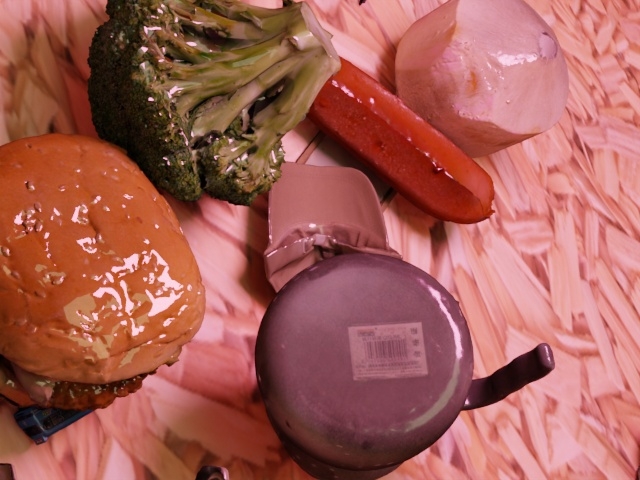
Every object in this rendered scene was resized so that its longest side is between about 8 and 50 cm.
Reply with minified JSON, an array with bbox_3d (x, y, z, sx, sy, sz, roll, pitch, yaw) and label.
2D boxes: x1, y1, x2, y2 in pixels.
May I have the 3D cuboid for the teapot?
[{"bbox_3d":[0.070,0.140,1.464,0.305,0.285,0.223,-31,73,-17],"label":"teapot"}]

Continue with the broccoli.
[{"bbox_3d":[-0.121,-0.185,1.470,0.308,0.275,0.308,56,17,-26],"label":"broccoli"}]

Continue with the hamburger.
[{"bbox_3d":[-0.252,0.028,1.321,0.259,0.144,0.283,-26,81,-45],"label":"hamburger"}]

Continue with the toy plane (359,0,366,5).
[{"bbox_3d":[0.044,-0.389,1.849,0.049,0.031,0.120,14,64,-41],"label":"toy plane"}]

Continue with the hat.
[{"bbox_3d":[0.000,0.000,1.617,0.166,0.144,0.173,4,33,-13],"label":"hat"}]

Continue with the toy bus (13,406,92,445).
[{"bbox_3d":[-0.264,0.169,1.340,0.083,0.038,0.046,-29,94,-43],"label":"toy bus"}]

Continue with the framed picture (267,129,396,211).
[{"bbox_3d":[0.026,-0.068,1.706,0.136,0.010,0.201,47,49,-14],"label":"framed picture"}]

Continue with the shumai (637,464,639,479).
[{"bbox_3d":[0.570,0.320,1.922,0.272,0.204,0.222,56,36,-57],"label":"shumai"}]

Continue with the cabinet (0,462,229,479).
[{"bbox_3d":[-0.177,0.373,1.101,0.228,0.290,0.318,2,64,3],"label":"cabinet"}]

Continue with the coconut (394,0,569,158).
[{"bbox_3d":[0.221,-0.228,1.794,0.241,0.241,0.241,17,61,-34],"label":"coconut"}]

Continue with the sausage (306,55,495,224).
[{"bbox_3d":[0.096,-0.128,1.717,0.330,0.102,0.102,37,52,-20],"label":"sausage"}]
